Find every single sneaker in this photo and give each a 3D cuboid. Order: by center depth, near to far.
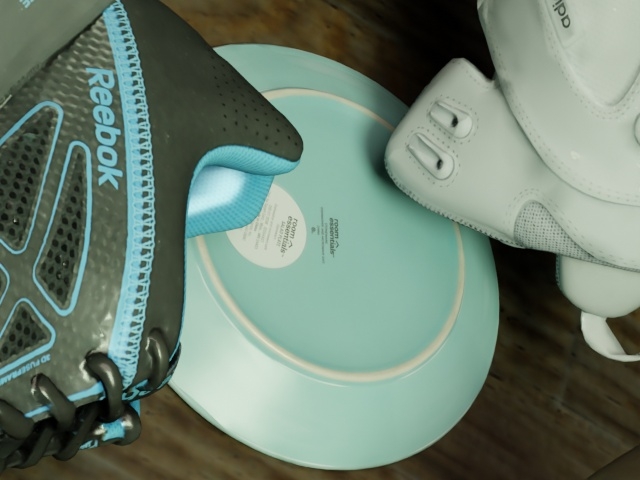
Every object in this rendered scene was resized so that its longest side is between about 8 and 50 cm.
[{"bbox_3d":[-0.116,0.032,0.623,0.139,0.125,0.341,35,53,-7],"label":"sneaker"},{"bbox_3d":[0.094,-0.132,0.782,0.137,0.210,0.366,-5,56,-53],"label":"sneaker"}]

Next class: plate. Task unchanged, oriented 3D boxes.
[{"bbox_3d":[0.000,0.000,0.782,0.188,0.024,0.188,14,61,-27],"label":"plate"}]

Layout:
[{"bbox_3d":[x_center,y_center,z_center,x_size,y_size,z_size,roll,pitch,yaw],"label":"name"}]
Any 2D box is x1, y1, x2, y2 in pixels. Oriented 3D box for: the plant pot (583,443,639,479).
[{"bbox_3d":[0.109,0.222,0.629,0.229,0.263,0.263,-30,85,-21],"label":"plant pot"}]
